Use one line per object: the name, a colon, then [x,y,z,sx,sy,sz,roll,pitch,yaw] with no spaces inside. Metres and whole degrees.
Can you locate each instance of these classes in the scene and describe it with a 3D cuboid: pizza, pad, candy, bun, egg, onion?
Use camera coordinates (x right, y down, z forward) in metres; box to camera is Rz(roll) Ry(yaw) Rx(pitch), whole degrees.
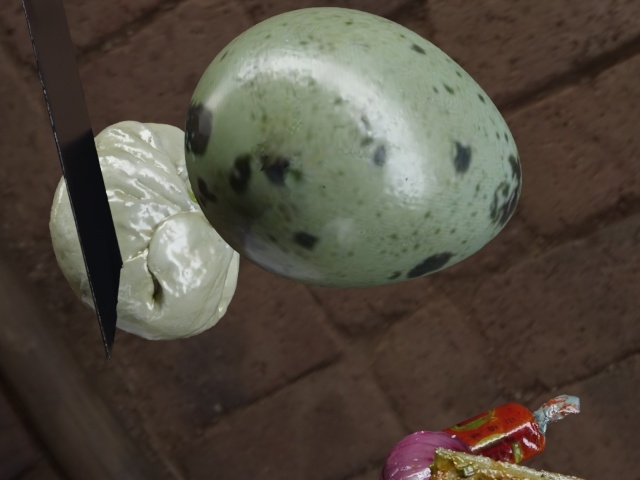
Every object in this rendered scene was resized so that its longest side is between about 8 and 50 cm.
pizza: [0.126,0.214,1.180,0.134,0.046,0.175,34,135,-12]
pad: [-0.232,-0.099,1.474,0.007,0.247,0.368,-11,109,0]
candy: [0.197,0.261,1.946,0.292,0.086,0.059,-23,114,-9]
bun: [-0.188,-0.018,1.780,0.160,0.259,0.259,-29,93,40]
egg: [0.025,-0.055,0.995,0.228,0.177,0.177,11,123,-21]
onion: [0.155,0.299,1.618,0.163,0.230,0.230,-27,94,23]
